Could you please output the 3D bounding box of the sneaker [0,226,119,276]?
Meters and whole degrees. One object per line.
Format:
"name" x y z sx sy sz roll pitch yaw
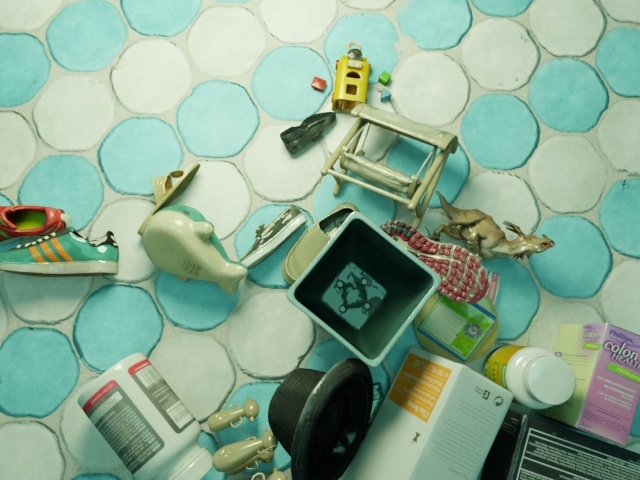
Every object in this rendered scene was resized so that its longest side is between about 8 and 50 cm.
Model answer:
"sneaker" -0.659 0.028 1.318 0.302 0.108 0.121 1 79 -10

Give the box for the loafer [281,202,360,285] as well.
"loafer" 0.000 0.000 1.345 0.102 0.092 0.268 39 81 5

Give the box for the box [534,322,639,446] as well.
"box" 0.639 0.329 1.247 0.117 0.213 0.243 21 80 2

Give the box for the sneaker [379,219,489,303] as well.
"sneaker" 0.280 0.045 1.306 0.299 0.112 0.121 35 94 16

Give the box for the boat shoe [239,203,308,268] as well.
"boat shoe" -0.134 -0.008 1.355 0.219 0.078 0.070 -41 85 -16

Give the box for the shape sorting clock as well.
"shape sorting clock" 0.341 0.207 1.327 0.206 0.040 0.206 1 95 12

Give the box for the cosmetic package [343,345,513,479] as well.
"cosmetic package" 0.214 0.488 1.183 0.161 0.230 0.453 31 80 -16

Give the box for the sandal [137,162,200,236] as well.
"sandal" -0.412 -0.124 1.356 0.079 0.088 0.240 35 86 -2

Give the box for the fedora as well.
"fedora" -0.014 0.393 1.179 0.152 0.334 0.334 20 79 32

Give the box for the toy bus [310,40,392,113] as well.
"toy bus" 0.087 -0.443 1.417 0.191 0.104 0.202 -38 84 -8

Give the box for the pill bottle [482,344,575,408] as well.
"pill bottle" 0.482 0.315 1.228 0.136 0.246 0.137 0 80 -2

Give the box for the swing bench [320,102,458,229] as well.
"swing bench" 0.178 -0.205 1.323 0.253 0.165 0.255 24 81 18

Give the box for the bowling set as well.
"bowling set" -0.152 0.529 1.232 0.154 0.200 0.287 -20 37 -5

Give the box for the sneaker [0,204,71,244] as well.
"sneaker" -0.778 -0.053 1.316 0.278 0.118 0.108 -6 80 -3

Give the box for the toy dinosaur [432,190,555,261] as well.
"toy dinosaur" 0.419 -0.023 1.350 0.200 0.127 0.296 -29 60 -22

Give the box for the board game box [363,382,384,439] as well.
"board game box" 0.070 0.432 1.306 0.186 0.026 0.126 -9 81 -3

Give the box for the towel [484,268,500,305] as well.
"towel" 0.358 0.131 1.368 0.196 0.029 0.144 16 83 1

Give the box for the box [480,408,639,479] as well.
"box" 0.539 0.580 1.217 0.296 0.183 0.294 19 79 3

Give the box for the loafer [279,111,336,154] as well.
"loafer" -0.028 -0.293 1.420 0.170 0.062 0.061 -30 121 -13

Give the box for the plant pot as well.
"plant pot" 0.090 0.123 1.246 0.247 0.252 0.247 39 81 5

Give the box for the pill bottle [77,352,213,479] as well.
"pill bottle" -0.390 0.433 1.216 0.176 0.176 0.318 -40 83 -8

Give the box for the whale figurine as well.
"whale figurine" -0.299 0.019 1.308 0.272 0.216 0.141 31 38 -3
